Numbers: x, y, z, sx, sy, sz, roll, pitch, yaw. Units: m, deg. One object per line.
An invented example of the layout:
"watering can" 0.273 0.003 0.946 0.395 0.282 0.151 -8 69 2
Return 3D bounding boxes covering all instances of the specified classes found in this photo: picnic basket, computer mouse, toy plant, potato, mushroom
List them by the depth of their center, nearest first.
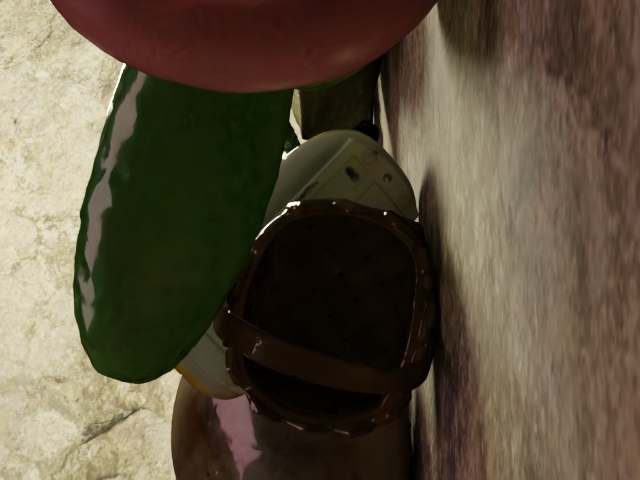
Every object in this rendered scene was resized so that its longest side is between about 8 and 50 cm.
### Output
"toy plant" -0.049 -0.132 0.623 0.317 0.211 0.356 -61 -6 -25
"picnic basket" 0.005 0.045 0.772 0.178 0.128 0.137 -42 -35 -79
"computer mouse" -0.023 0.015 0.885 0.102 0.199 0.045 47 173 -24
"mushroom" -0.011 0.149 0.992 0.226 0.178 0.226 32 130 49
"potato" 0.006 -0.198 1.262 0.269 0.112 0.255 88 170 -53

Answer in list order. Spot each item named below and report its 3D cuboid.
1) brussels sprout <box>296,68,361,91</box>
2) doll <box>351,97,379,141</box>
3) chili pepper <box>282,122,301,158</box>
"brussels sprout" -0.003 -0.200 1.067 0.149 0.122 0.151 -41 -71 -40
"doll" 0.023 -0.137 1.380 0.195 0.070 0.096 -105 28 -57
"chili pepper" -0.037 -0.072 1.181 0.227 0.059 0.088 -133 31 -72
